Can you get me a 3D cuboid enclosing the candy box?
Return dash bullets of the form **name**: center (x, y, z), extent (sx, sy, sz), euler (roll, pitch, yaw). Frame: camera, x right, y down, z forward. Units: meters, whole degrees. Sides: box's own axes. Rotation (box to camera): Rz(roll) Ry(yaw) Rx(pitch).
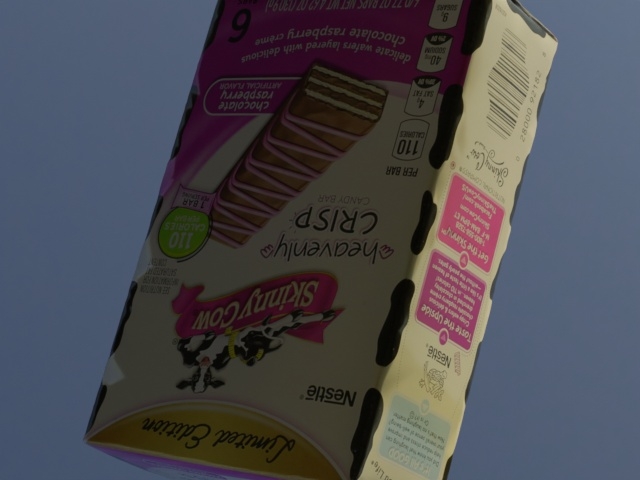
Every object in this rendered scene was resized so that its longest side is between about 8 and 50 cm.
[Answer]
- **candy box**: center (0.000, 0.000, 0.844), extent (0.159, 0.071, 0.233), euler (3, -108, 38)
